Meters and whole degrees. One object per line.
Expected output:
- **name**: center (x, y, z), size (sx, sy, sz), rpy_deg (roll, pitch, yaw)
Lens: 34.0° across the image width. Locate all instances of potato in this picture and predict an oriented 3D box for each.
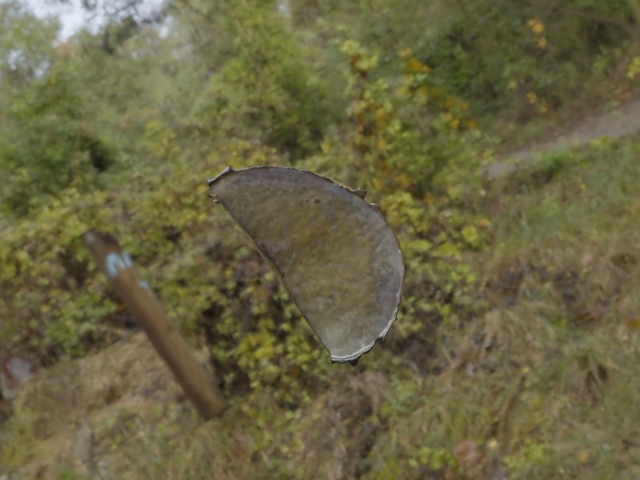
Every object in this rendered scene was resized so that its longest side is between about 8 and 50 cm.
- **potato**: center (0.000, 0.000, 1.108), size (0.138, 0.243, 0.098), rpy_deg (-35, 6, -1)
